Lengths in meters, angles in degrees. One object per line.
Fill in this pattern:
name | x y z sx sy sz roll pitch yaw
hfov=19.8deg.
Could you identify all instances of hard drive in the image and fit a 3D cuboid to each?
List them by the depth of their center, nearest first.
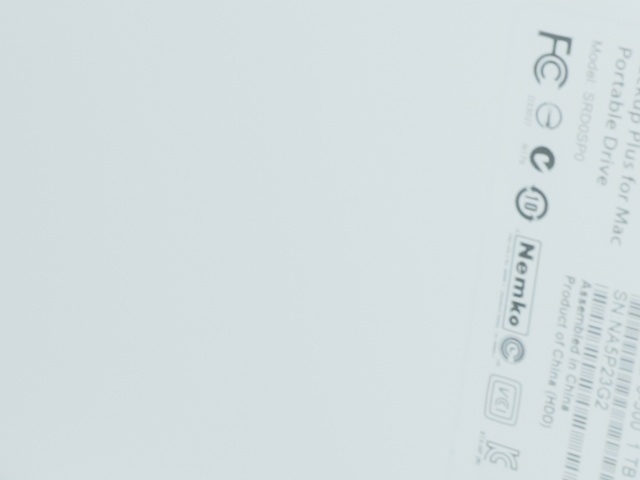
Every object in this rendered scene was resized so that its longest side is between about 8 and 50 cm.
hard drive | 0.000 0.000 0.456 0.307 0.040 0.203 17 113 25
